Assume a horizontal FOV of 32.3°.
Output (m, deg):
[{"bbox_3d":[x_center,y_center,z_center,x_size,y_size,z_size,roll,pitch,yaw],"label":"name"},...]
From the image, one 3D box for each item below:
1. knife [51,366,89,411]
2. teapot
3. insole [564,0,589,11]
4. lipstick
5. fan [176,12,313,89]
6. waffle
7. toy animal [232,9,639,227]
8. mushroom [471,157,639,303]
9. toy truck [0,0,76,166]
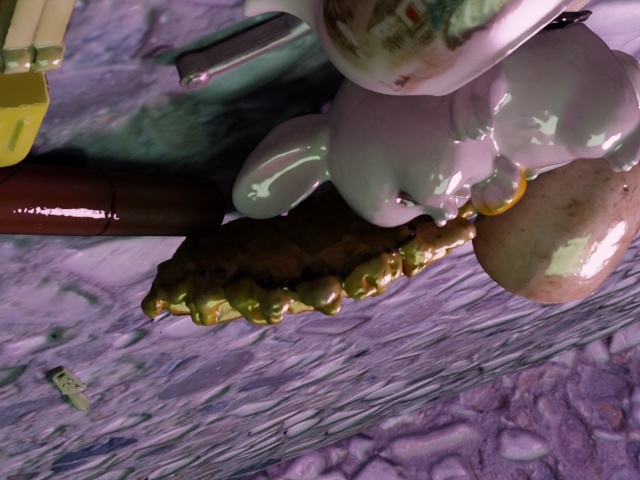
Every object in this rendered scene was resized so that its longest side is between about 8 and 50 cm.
[{"bbox_3d":[-0.312,0.191,1.403,0.030,0.014,0.207,-19,161,-8],"label":"knife"},{"bbox_3d":[0.089,-0.184,0.649,0.298,0.139,0.204,-36,-175,27],"label":"teapot"},{"bbox_3d":[0.223,-0.232,0.870,0.063,0.010,0.192,-20,161,-13],"label":"insole"},{"bbox_3d":[-0.212,-0.031,0.830,0.057,0.057,0.357,-35,158,32],"label":"lipstick"},{"bbox_3d":[0.028,-0.171,0.785,0.282,0.023,0.057,-24,171,2],"label":"fan"},{"bbox_3d":[-0.007,0.004,0.996,0.301,0.058,0.282,-26,-159,-36],"label":"waffle"},{"bbox_3d":[0.098,-0.093,0.899,0.325,0.154,0.208,-7,-172,17],"label":"toy animal"},{"bbox_3d":[0.236,-0.075,1.077,0.189,0.195,0.253,-58,175,30],"label":"mushroom"},{"bbox_3d":[-0.160,-0.123,0.469,0.124,0.157,0.272,-11,158,-35],"label":"toy truck"}]
